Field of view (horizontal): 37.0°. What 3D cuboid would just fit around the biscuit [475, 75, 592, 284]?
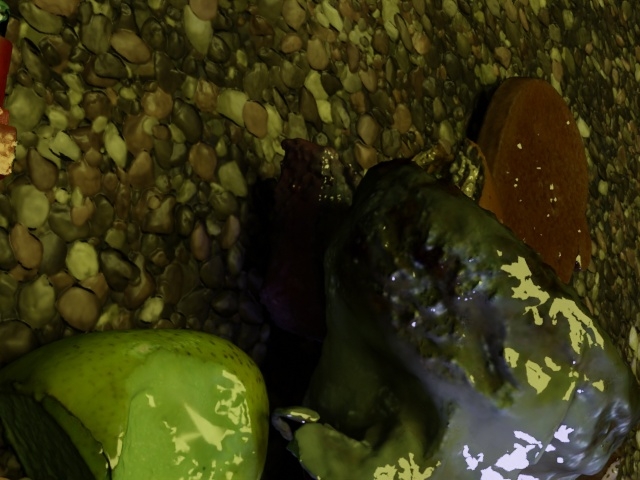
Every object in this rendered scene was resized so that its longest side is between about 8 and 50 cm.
[{"bbox_3d":[0.351,-0.069,1.591,0.350,0.070,0.394,50,49,-32],"label":"biscuit"}]

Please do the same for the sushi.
[{"bbox_3d":[-0.009,0.015,1.127,0.161,0.107,0.241,-54,134,-33],"label":"sushi"}]

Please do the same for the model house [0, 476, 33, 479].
[{"bbox_3d":[-0.287,0.278,0.721,0.325,0.194,0.267,37,62,-47],"label":"model house"}]

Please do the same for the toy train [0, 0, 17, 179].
[{"bbox_3d":[-0.307,-0.130,0.826,0.074,0.118,0.176,24,67,-46],"label":"toy train"}]

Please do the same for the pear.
[{"bbox_3d":[-0.144,0.201,0.912,0.292,0.159,0.293,17,67,-48],"label":"pear"}]

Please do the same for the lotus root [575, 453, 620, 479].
[{"bbox_3d":[0.384,0.399,1.484,0.095,0.135,0.160,-1,96,-47],"label":"lotus root"}]

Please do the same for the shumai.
[{"bbox_3d":[0.108,0.155,1.007,0.348,0.395,0.395,-48,125,0],"label":"shumai"}]

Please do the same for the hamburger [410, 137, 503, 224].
[{"bbox_3d":[0.184,-0.013,1.335,0.157,0.144,0.283,51,46,-29],"label":"hamburger"}]
